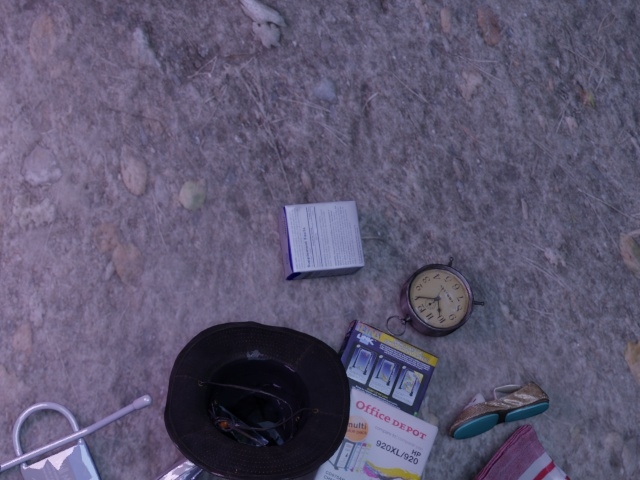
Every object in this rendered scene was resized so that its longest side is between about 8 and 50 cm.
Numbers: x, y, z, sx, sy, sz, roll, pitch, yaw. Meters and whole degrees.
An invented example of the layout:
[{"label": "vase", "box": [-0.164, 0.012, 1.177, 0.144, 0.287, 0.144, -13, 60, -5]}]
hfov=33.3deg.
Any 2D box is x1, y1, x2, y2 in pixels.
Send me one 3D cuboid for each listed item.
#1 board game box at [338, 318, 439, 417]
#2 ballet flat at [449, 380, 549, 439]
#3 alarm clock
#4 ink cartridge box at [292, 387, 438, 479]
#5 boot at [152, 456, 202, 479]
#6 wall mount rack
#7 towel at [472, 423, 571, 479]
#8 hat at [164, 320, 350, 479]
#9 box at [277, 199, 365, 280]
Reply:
[{"label": "board game box", "box": [0.109, 0.241, 1.925, 0.170, 0.048, 0.141, 26, 70, -6]}, {"label": "ballet flat", "box": [0.318, 0.307, 1.960, 0.206, 0.073, 0.067, -12, 52, -19]}, {"label": "alarm clock", "box": [0.196, 0.121, 1.963, 0.192, 0.064, 0.129, -28, 79, -25]}, {"label": "ink cartridge box", "box": [0.063, 0.394, 1.810, 0.171, 0.168, 0.233, 26, 70, -7]}, {"label": "boot", "box": [-0.237, 0.424, 1.790, 0.190, 0.069, 0.086, -34, 92, -10]}, {"label": "wall mount rack", "box": [-0.361, 0.404, 1.703, 0.304, 0.130, 0.350, -24, 83, -3]}, {"label": "towel", "box": [0.406, 0.511, 1.883, 0.329, 0.037, 0.237, 52, 44, 2]}, {"label": "hat", "box": [-0.104, 0.292, 1.763, 0.331, 0.134, 0.331, 4, 43, -3]}, {"label": "box", "box": [0.000, 0.000, 1.945, 0.137, 0.072, 0.126, -4, 78, -16]}]
